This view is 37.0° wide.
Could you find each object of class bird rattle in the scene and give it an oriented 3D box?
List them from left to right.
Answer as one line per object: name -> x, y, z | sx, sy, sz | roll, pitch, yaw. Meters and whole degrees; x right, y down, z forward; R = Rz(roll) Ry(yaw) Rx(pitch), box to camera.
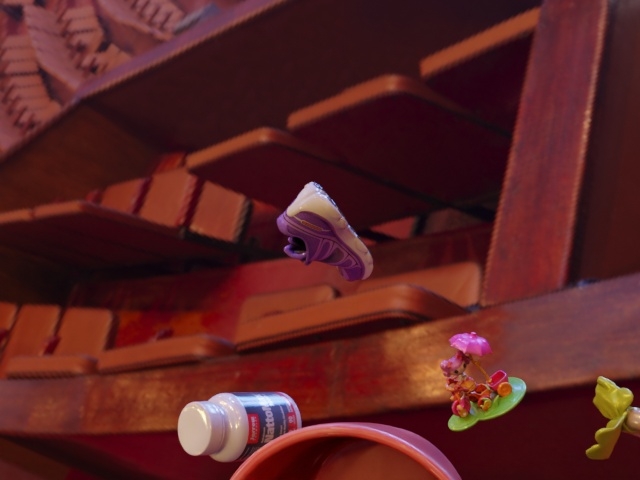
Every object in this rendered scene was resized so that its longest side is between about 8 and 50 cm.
bird rattle -> 0.595, 0.316, 1.643 | 0.254, 0.207, 0.143 | -6, 69, 40

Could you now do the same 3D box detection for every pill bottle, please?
pill bottle -> -0.128, 0.293, 1.503 | 0.108, 0.180, 0.107 | -7, 80, 44

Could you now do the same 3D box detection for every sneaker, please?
sneaker -> 0.000, 0.000, 0.990 | 0.071, 0.170, 0.068 | -38, 55, 2

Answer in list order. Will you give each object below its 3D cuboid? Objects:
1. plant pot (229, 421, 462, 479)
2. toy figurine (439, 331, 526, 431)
plant pot -> 0.048, 0.311, 1.006 | 0.275, 0.275, 0.243 | -52, -11, 6
toy figurine -> 0.287, 0.258, 1.846 | 0.173, 0.159, 0.130 | -32, 16, -6
